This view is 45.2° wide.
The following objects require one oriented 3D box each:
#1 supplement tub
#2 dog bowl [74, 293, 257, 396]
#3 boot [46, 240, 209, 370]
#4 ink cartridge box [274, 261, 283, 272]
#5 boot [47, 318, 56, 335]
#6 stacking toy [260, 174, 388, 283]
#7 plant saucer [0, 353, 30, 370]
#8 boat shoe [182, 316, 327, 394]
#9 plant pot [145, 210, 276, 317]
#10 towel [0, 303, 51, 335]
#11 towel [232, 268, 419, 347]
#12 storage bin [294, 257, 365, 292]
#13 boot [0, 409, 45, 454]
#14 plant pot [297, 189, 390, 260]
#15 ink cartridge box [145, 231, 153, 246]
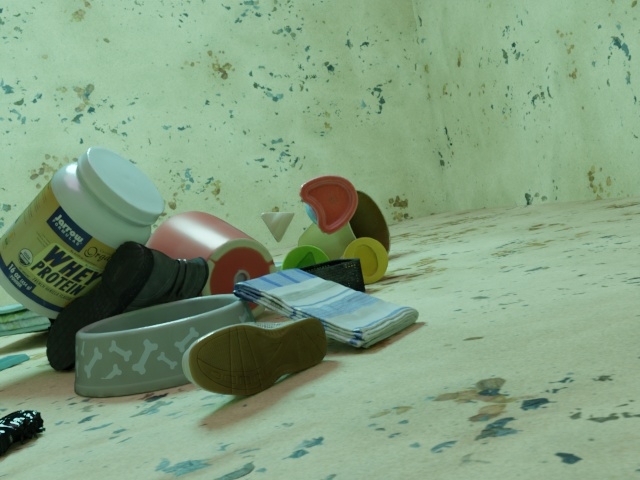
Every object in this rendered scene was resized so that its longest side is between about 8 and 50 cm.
[{"bbox_3d":[-0.495,-0.016,1.584,0.316,0.228,0.228,-45,-5,15],"label":"supplement tub"},{"bbox_3d":[-0.274,0.178,1.381,0.348,0.102,0.349,-11,3,1],"label":"dog bowl"},{"bbox_3d":[-0.388,0.156,1.587,0.338,0.118,0.222,-43,-31,15],"label":"boot"},{"bbox_3d":[-0.181,0.118,2.098,0.203,0.086,0.148,-13,4,-26],"label":"ink cartridge box"},{"bbox_3d":[-0.505,0.145,1.754,0.094,0.247,0.207,39,30,27],"label":"boot"},{"bbox_3d":[0.000,0.000,2.035,0.279,0.309,0.130,-22,-2,-11],"label":"stacking toy"},{"bbox_3d":[-0.734,0.284,1.706,0.067,0.018,0.192,-9,5,20],"label":"plant saucer"},{"bbox_3d":[-0.107,0.170,1.134,0.096,0.098,0.277,-8,-5,38],"label":"boat shoe"},{"bbox_3d":[-0.244,0.075,1.796,0.274,0.275,0.243,-13,14,-34],"label":"plant pot"},{"bbox_3d":[-0.680,0.190,2.101,0.374,0.090,0.320,-10,-4,6],"label":"towel"},{"bbox_3d":[0.011,0.109,1.361,0.284,0.034,0.209,19,18,31],"label":"towel"},{"bbox_3d":[0.005,0.102,1.858,0.180,0.085,0.122,-14,5,-31],"label":"storage bin"},{"bbox_3d":[-0.449,0.262,1.051,0.121,0.045,0.099,-2,8,14],"label":"boot"},{"bbox_3d":[0.058,-0.009,2.498,0.254,0.237,0.237,-24,-4,33],"label":"plant pot"},{"bbox_3d":[-0.419,0.078,1.977,0.232,0.171,0.168,26,-6,-16],"label":"ink cartridge box"}]
